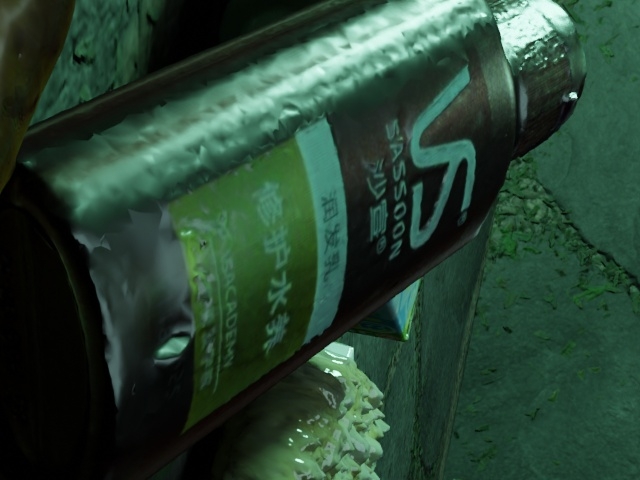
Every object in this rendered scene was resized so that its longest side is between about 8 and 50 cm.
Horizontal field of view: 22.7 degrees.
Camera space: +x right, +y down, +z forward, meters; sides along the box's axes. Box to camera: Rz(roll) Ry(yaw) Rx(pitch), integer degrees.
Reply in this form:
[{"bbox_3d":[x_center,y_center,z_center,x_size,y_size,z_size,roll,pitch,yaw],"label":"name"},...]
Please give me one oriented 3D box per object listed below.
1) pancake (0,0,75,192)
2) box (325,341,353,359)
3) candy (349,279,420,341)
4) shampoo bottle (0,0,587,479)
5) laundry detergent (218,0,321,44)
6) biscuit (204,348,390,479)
[{"bbox_3d":[-0.106,-0.080,0.328,0.244,0.057,0.266,75,28,-64],"label":"pancake"},{"bbox_3d":[-0.011,0.151,1.094,0.154,0.040,0.084,-70,163,-45],"label":"box"},{"bbox_3d":[0.000,0.000,0.850,0.194,0.097,0.062,60,40,-73],"label":"candy"},{"bbox_3d":[-0.002,-0.022,0.584,0.323,0.084,0.129,-31,127,-50],"label":"shampoo bottle"},{"bbox_3d":[0.039,-0.185,0.819,0.264,0.125,0.397,88,17,-51],"label":"laundry detergent"},{"bbox_3d":[-0.026,0.163,0.920,0.179,0.084,0.281,80,20,-44],"label":"biscuit"}]
